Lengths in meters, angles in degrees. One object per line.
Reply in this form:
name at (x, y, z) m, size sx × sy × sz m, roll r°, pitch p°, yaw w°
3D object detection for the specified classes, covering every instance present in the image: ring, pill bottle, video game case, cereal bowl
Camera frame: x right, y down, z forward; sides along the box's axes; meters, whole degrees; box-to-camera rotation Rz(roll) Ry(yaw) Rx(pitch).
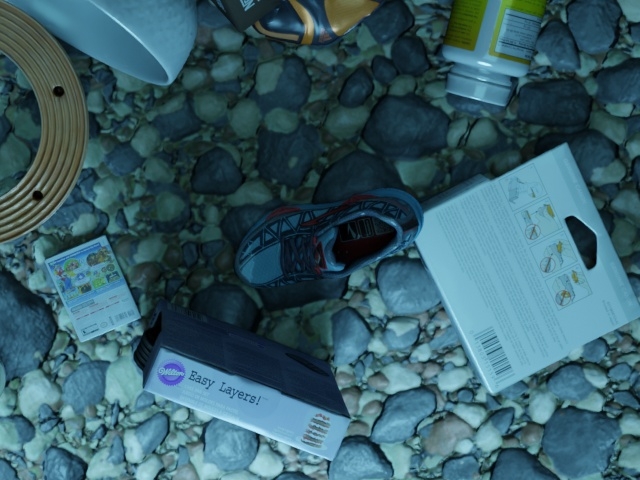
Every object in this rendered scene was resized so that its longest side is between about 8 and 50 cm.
ring at (-0.459, -0.151, 1.808) m, size 0.337 × 0.032 × 0.336 m, roll 0°, pitch 106°, yaw -1°
pill bottle at (0.226, -0.287, 1.849) m, size 0.117 × 0.117 × 0.215 m, roll 13°, pitch 98°, yaw -10°
video game case at (-0.301, 0.063, 1.896) m, size 0.087 × 0.011 × 0.122 m, roll -22°, pitch 102°, yaw -3°
cereal bowl at (-0.281, -0.329, 1.673) m, size 0.339 × 0.339 × 0.141 m, roll 32°, pitch 81°, yaw -12°

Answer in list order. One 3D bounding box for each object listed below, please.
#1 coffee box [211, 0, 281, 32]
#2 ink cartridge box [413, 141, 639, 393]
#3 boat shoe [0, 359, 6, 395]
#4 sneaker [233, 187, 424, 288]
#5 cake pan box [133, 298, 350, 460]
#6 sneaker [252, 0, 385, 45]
coffee box at (-0.145, -0.386, 1.704) m, size 0.098 × 0.141 × 0.246 m, roll -39°, pitch 67°, yaw -4°
ink cartridge box at (0.273, 0.033, 1.943) m, size 0.239 × 0.060 × 0.275 m, roll -27°, pitch 102°, yaw -3°
boat shoe at (-0.550, 0.254, 1.842) m, size 0.324 × 0.116 × 0.123 m, roll -41°, pitch 102°, yaw 1°
sneaker at (0.000, 0.000, 1.850) m, size 0.262 × 0.125 × 0.104 m, roll -19°, pitch 100°, yaw 14°
cake pan box at (-0.103, 0.169, 1.822) m, size 0.267 × 0.246 × 0.070 m, roll 22°, pitch 96°, yaw -11°
sneaker at (0.019, -0.399, 1.812) m, size 0.180 × 0.124 × 0.321 m, roll 17°, pitch 108°, yaw -14°
